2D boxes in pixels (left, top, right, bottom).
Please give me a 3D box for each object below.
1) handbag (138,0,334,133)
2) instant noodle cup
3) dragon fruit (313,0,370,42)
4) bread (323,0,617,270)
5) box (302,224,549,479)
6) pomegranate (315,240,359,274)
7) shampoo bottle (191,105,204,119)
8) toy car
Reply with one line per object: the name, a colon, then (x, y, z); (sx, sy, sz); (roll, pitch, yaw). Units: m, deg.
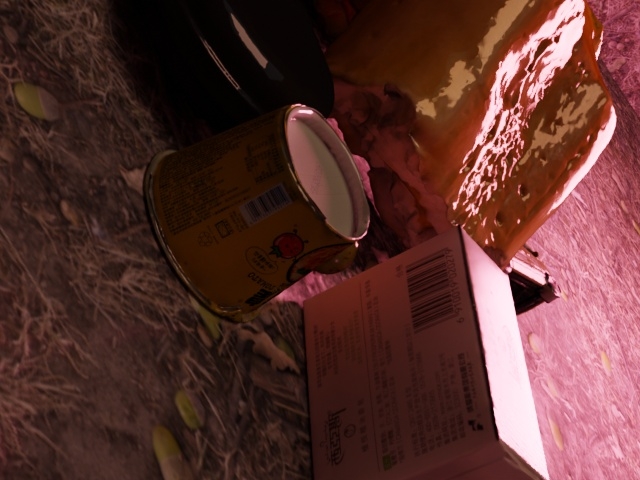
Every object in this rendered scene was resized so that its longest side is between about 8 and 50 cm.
handbag: (-0.085, -0.226, 1.327); (0.254, 0.093, 0.308); (30, 34, -50)
instant noodle cup: (-0.049, -0.034, 1.193); (0.182, 0.144, 0.182); (46, 28, -34)
dragon fruit: (0.128, -0.341, 1.757); (0.291, 0.269, 0.250); (49, 34, -16)
bread: (0.180, -0.189, 1.548); (0.394, 0.250, 0.361); (-51, 138, -18)
box: (0.093, 0.141, 1.239); (0.111, 0.194, 0.260); (41, 32, -41)
pomegranate: (0.001, 0.004, 1.367); (0.085, 0.073, 0.073); (-31, 94, -29)
shampoo bottle: (-0.092, -0.141, 1.365); (0.048, 0.027, 0.137); (63, 23, 6)
toy car: (0.227, 0.029, 1.753); (0.257, 0.101, 0.124); (24, 41, -54)
